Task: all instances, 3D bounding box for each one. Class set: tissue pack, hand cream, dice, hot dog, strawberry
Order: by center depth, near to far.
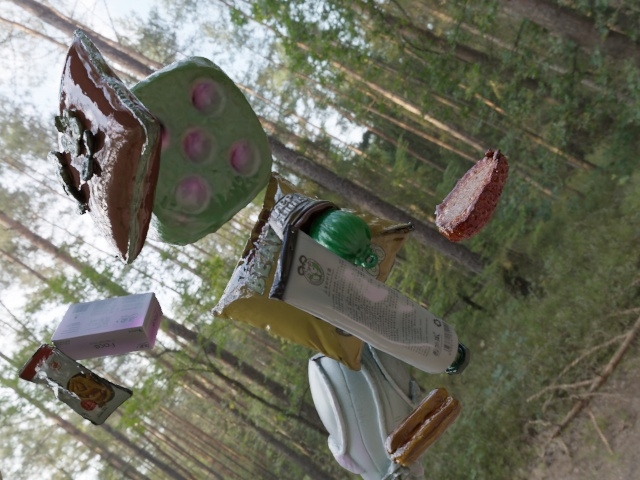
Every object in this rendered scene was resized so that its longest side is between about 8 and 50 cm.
[{"bbox_3d":[0.079,0.102,0.661,0.076,0.336,0.121,-41,27,39],"label":"hand cream"},{"bbox_3d":[0.188,0.343,0.853,0.165,0.071,0.045,-41,-52,-12],"label":"hot dog"},{"bbox_3d":[0.293,-0.075,0.856,0.188,0.082,0.121,-53,16,-3],"label":"strawberry"},{"bbox_3d":[-0.323,-0.191,1.045,0.318,0.322,0.330,-42,-64,-24],"label":"dice"},{"bbox_3d":[-0.575,0.236,1.268,0.148,0.246,0.092,-97,-1,-57],"label":"tissue pack"}]

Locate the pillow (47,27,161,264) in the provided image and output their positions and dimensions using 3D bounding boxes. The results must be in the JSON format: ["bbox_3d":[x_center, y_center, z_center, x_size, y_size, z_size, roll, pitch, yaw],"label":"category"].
[{"bbox_3d":[-0.221,-0.088,0.466,0.075,0.171,0.179,-17,-33,-40],"label":"pillow"}]

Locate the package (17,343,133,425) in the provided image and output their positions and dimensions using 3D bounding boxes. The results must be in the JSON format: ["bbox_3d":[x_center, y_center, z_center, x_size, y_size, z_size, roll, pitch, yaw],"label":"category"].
[{"bbox_3d":[-0.591,0.347,1.120,0.154,0.239,0.030,-42,17,20],"label":"package"}]

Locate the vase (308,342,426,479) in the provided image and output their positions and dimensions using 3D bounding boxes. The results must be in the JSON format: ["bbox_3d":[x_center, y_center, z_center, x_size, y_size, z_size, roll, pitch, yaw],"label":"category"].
[{"bbox_3d":[0.136,0.440,1.063,0.250,0.445,0.250,-22,-6,-2],"label":"vase"}]

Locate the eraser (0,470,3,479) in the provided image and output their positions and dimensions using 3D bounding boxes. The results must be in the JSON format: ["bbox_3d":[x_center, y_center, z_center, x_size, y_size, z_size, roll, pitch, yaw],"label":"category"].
[{"bbox_3d":[-0.261,0.253,0.273,0.059,0.204,0.243,98,180,-56],"label":"eraser"}]

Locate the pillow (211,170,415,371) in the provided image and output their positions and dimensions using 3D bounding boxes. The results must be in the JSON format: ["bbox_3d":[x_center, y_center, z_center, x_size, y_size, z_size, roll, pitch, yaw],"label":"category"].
[{"bbox_3d":[-0.016,0.058,0.894,0.119,0.312,0.310,17,-85,-80],"label":"pillow"}]

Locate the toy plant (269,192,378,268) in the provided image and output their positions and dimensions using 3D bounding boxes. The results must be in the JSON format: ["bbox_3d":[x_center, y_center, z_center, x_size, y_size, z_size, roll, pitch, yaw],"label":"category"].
[{"bbox_3d":[0.000,0.000,0.755,0.143,0.200,0.105,-44,-33,-14],"label":"toy plant"}]
